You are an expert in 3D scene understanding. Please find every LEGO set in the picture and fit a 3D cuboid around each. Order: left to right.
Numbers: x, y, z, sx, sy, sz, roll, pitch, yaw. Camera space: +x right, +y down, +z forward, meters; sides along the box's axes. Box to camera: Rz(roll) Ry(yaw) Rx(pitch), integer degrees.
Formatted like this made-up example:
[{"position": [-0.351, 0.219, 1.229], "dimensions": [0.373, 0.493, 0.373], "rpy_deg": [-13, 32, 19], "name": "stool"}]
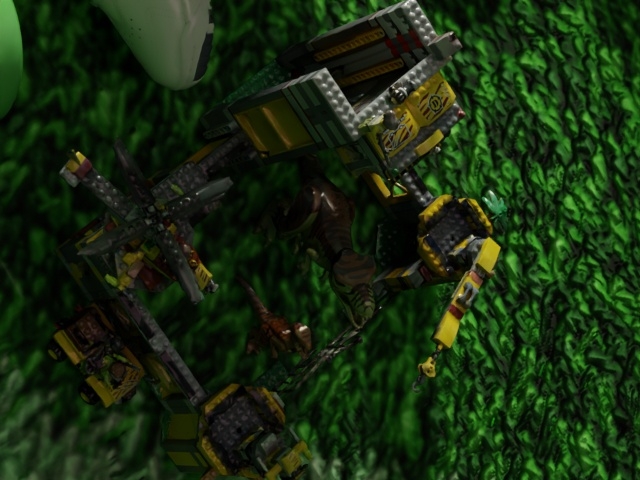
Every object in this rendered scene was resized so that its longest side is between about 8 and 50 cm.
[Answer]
[{"position": [0.000, 0.000, 1.029], "dimensions": [0.331, 0.192, 0.255], "rpy_deg": [-32, 101, -29], "name": "LEGO set"}]

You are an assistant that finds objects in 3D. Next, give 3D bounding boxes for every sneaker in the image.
[{"position": [-0.175, -0.186, 1.006], "dimensions": [0.153, 0.094, 0.235], "rpy_deg": [-26, 98, -28], "name": "sneaker"}]

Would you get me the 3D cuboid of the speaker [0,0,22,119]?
[{"position": [-0.319, -0.095, 0.877], "dimensions": [0.296, 0.131, 0.131], "rpy_deg": [-14, 92, -39], "name": "speaker"}]
